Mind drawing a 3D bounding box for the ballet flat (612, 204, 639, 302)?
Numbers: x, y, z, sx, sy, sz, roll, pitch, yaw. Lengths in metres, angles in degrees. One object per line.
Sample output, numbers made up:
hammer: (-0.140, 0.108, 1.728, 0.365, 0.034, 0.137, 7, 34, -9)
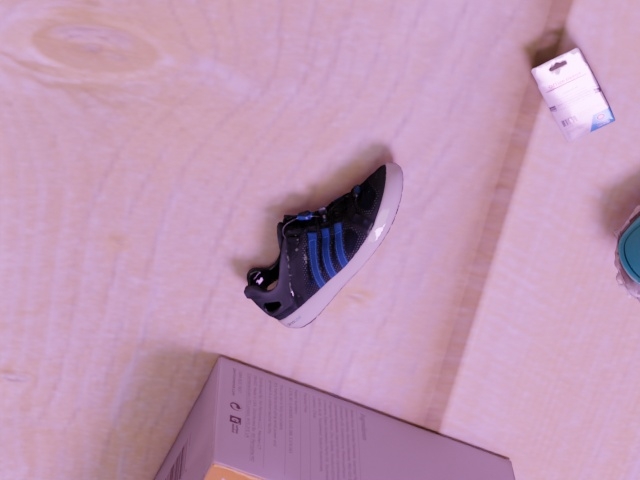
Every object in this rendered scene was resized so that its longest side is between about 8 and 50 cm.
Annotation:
ballet flat: (0.447, -0.069, 1.284, 0.409, 0.147, 0.147, -35, 116, 23)

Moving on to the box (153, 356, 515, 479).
box: (0.009, 0.299, 1.470, 0.345, 0.168, 0.215, 21, 120, -14)

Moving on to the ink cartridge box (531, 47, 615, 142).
ink cartridge box: (0.224, -0.135, 1.278, 0.048, 0.028, 0.083, -25, 120, 14)

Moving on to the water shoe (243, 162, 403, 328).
water shoe: (0.000, 0.000, 1.336, 0.080, 0.073, 0.203, 29, 117, -15)
